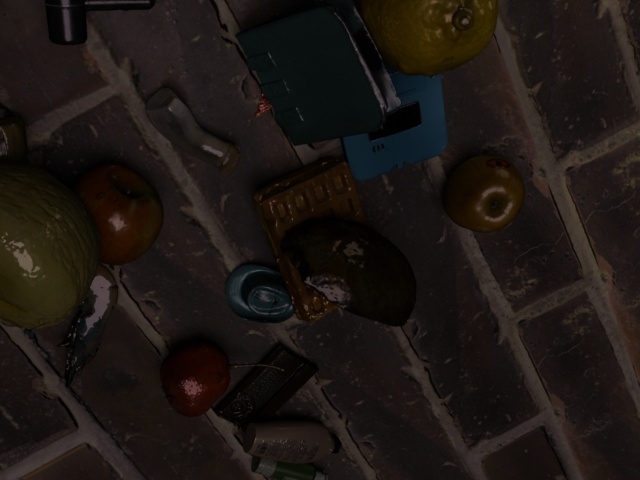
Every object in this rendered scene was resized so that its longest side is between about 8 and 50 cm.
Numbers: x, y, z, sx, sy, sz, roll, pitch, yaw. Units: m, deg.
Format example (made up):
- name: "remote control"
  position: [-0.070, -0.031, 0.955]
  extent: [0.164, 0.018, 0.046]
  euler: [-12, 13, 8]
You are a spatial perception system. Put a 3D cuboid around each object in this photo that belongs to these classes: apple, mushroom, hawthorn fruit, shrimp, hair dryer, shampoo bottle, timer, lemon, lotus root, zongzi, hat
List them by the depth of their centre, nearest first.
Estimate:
- name: "hair dryer"
  position: [-0.406, -0.440, 1.586]
  extent: [0.219, 0.071, 0.124]
  euler: [-9, 119, -19]
- name: "lemon"
  position: [0.204, -0.443, 1.588]
  extent: [0.268, 0.322, 0.268]
  euler: [-17, 129, -21]
- name: "zongzi"
  position: [-0.679, -0.115, 1.650]
  extent: [0.228, 0.115, 0.256]
  euler: [-7, 125, -8]
- name: "apple"
  position: [-0.416, -0.048, 1.694]
  extent: [0.196, 0.196, 0.195]
  euler: [-5, 116, -11]
- name: "mushroom"
  position: [-0.257, -0.216, 1.714]
  extent: [0.092, 0.081, 0.223]
  euler: [-32, 123, 25]
- name: "lotus root"
  position: [0.083, 0.056, 1.751]
  extent: [0.314, 0.210, 0.142]
  euler: [23, 108, -45]
- name: "timer"
  position: [0.146, -0.268, 1.804]
  extent: [0.232, 0.091, 0.250]
  euler: [-19, 129, -5]
- name: "shrimp"
  position: [-0.556, 0.175, 1.833]
  extent: [0.178, 0.075, 0.289]
  euler: [21, 110, -13]
- name: "apple"
  position: [0.367, -0.102, 1.874]
  extent: [0.183, 0.155, 0.182]
  euler: [-7, 118, -13]
- name: "hat"
  position: [-0.119, 0.127, 1.908]
  extent: [0.191, 0.078, 0.138]
  euler: [12, 108, -18]
- name: "hawthorn fruit"
  position: [-0.225, 0.300, 1.931]
  extent: [0.286, 0.165, 0.165]
  euler: [-15, 117, -13]
- name: "shampoo bottle"
  position: [-0.063, 0.501, 2.091]
  extent: [0.257, 0.078, 0.127]
  euler: [14, 112, -27]
- name: "shampoo bottle"
  position: [-0.075, 0.587, 2.149]
  extent: [0.205, 0.065, 0.065]
  euler: [20, 109, -22]

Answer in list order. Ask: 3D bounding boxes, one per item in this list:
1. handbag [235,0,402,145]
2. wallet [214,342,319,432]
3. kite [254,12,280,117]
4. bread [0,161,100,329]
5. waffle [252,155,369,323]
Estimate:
- name: "handbag"
  position: [0.002, -0.330, 1.624]
  extent: [0.100, 0.274, 0.268]
  euler: [-47, 116, -39]
- name: "wallet"
  position: [-0.130, 0.365, 2.041]
  extent: [0.243, 0.039, 0.133]
  euler: [-45, 121, 12]
- name: "kite"
  position: [-0.056, -0.349, 1.738]
  extent: [0.125, 0.008, 0.222]
  euler: [8, 112, -17]
- name: "bread"
  position: [-0.565, 0.015, 1.534]
  extent: [0.321, 0.237, 0.320]
  euler: [9, 118, 17]
- name: "waffle"
  position: [0.000, 0.000, 1.836]
  extent: [0.224, 0.098, 0.327]
  euler: [-26, 115, -16]
